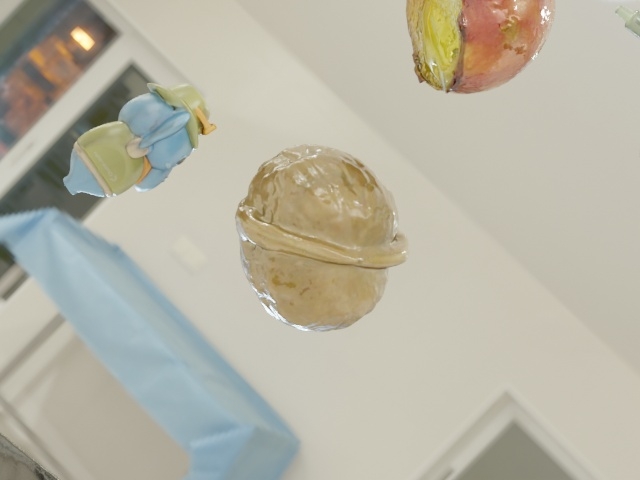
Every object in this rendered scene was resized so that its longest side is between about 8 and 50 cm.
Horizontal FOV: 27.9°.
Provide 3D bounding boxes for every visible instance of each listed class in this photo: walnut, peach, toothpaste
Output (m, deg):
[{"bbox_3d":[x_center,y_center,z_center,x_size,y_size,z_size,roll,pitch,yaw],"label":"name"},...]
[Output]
[{"bbox_3d":[0.000,0.000,2.062,0.285,0.296,0.285,11,10,-2],"label":"walnut"},{"bbox_3d":[0.243,-0.371,2.127,0.281,0.281,0.338,44,42,-9],"label":"peach"},{"bbox_3d":[0.483,-0.260,1.761,0.197,0.048,0.029,35,-20,-7],"label":"toothpaste"}]

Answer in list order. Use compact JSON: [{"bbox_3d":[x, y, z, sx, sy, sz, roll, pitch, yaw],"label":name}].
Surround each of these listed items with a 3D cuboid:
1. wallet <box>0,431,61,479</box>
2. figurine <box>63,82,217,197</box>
[{"bbox_3d":[-0.477,0.441,1.781,0.041,0.323,0.247,33,-8,-41],"label":"wallet"},{"bbox_3d":[-0.302,-0.165,2.153,0.154,0.262,0.180,61,7,13],"label":"figurine"}]
